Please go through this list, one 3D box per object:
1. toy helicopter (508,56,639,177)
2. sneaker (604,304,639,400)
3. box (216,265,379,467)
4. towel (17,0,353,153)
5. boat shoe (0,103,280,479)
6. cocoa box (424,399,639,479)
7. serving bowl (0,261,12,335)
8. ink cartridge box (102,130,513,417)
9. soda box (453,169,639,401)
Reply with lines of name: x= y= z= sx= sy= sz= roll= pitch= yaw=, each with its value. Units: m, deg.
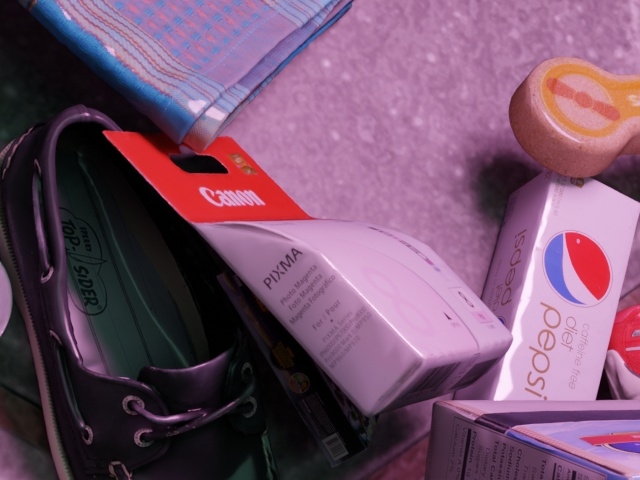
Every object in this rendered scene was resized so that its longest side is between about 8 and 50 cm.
toy helicopter: x=0.296 y=-0.076 z=1.308 sx=0.355 sy=0.140 sz=0.235 roll=-4 pitch=63 yaw=-26
sneaker: x=0.317 y=0.064 z=1.307 sx=0.279 sy=0.107 sz=0.118 roll=-8 pitch=64 yaw=-30
box: x=-0.011 y=0.064 z=1.149 sx=0.027 sy=0.094 sz=0.137 roll=-30 pitch=96 yaw=12
towel: x=-0.151 y=-0.240 z=1.196 sx=0.370 sy=0.040 sz=0.271 roll=43 pitch=38 yaw=-4
boat shoe: x=-0.095 y=0.072 z=1.101 sx=0.127 sy=0.113 sz=0.340 roll=-13 pitch=76 yaw=-28
cocoa box: x=0.255 y=0.223 z=1.100 sx=0.347 sy=0.228 sz=0.231 roll=3 pitch=94 yaw=-24
serving bowl: x=-0.227 y=0.036 z=1.105 sx=0.083 sy=0.027 sz=0.083 roll=9 pitch=66 yaw=-22
ink cartridge box: x=0.000 y=0.000 z=1.121 sx=0.232 sy=0.066 sz=0.189 roll=51 pitch=18 yaw=13
soda box: x=0.148 y=0.060 z=1.246 sx=0.074 sy=0.069 sz=0.216 roll=26 pitch=62 yaw=-14
